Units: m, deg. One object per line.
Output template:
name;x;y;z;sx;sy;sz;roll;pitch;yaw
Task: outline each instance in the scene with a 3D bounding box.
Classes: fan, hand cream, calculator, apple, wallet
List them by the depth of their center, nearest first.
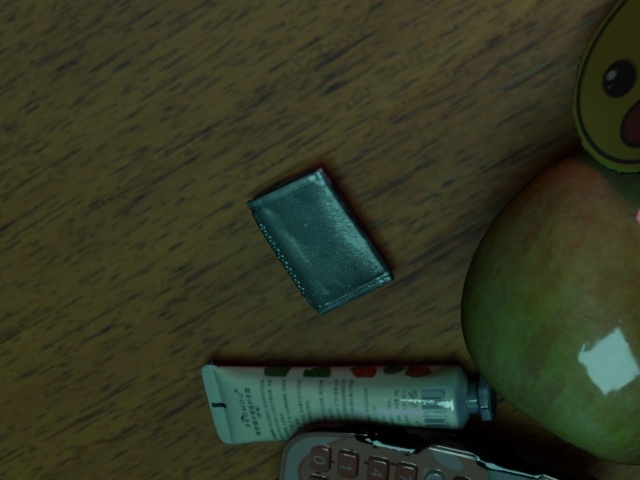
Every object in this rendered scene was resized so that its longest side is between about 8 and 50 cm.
fan;0.298;-0.124;1.430;0.229;0.335;0.011;-41;127;19
apple;0.249;0.049;1.542;0.257;0.257;0.234;32;99;-4
wallet;0.000;0.000;1.691;0.088;0.026;0.129;-26;107;24
hand cream;0.026;0.150;1.740;0.276;0.059;0.095;-3;120;16
calculator;0.108;0.258;1.749;0.329;0.048;0.220;10;132;7
